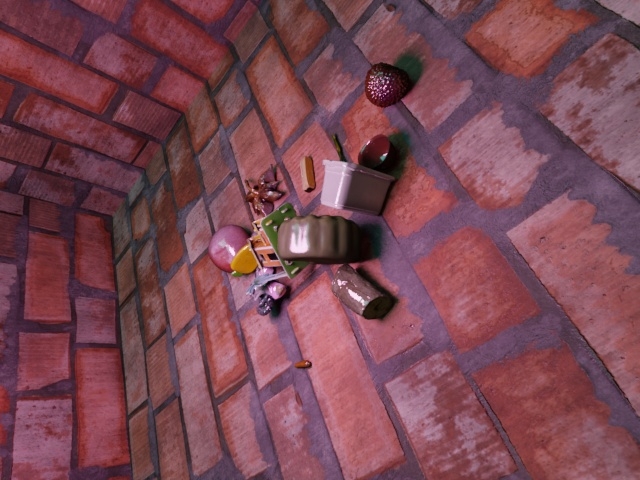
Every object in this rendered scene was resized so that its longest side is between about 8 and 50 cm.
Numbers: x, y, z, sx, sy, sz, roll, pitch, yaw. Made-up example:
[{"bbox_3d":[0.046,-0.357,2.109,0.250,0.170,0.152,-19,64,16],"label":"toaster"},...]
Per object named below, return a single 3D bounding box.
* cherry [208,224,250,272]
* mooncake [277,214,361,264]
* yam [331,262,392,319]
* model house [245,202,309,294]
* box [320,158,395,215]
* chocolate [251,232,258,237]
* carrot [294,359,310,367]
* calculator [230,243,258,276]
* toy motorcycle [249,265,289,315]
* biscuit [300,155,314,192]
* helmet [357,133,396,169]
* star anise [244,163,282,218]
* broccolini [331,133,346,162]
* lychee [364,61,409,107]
[{"bbox_3d":[-0.482,0.057,2.193,0.307,0.221,0.261,46,118,21],"label":"cherry"},{"bbox_3d":[0.000,0.000,1.667,0.351,0.351,0.187,-6,76,42],"label":"mooncake"},{"bbox_3d":[0.148,0.208,1.605,0.254,0.154,0.154,41,106,39],"label":"yam"},{"bbox_3d":[-0.273,0.046,1.848,0.324,0.340,0.300,-7,116,46],"label":"model house"},{"bbox_3d":[0.142,-0.209,1.636,0.175,0.312,0.182,20,99,45],"label":"box"},{"bbox_3d":[-0.264,-0.010,2.081,0.248,0.110,0.110,-6,74,45],"label":"chocolate"},{"bbox_3d":[-0.080,0.554,1.798,0.093,0.032,0.032,-25,62,42],"label":"carrot"},{"bbox_3d":[-0.381,0.106,2.080,0.234,0.146,0.032,-55,42,20],"label":"calculator"},{"bbox_3d":[-0.255,0.211,1.992,0.188,0.143,0.327,-44,36,24],"label":"toy motorcycle"},{"bbox_3d":[-0.069,-0.334,2.036,0.056,0.052,0.187,-34,55,50],"label":"biscuit"},{"bbox_3d":[0.252,-0.353,1.705,0.175,0.106,0.155,-18,60,41],"label":"helmet"},{"bbox_3d":[-0.330,-0.263,2.219,0.292,0.109,0.349,-33,56,25],"label":"star anise"},{"bbox_3d":[0.095,-0.407,1.927,0.057,0.071,0.254,97,164,-54],"label":"broccolini"},{"bbox_3d":[0.277,-0.665,1.733,0.188,0.188,0.188,-14,68,40],"label":"lychee"}]
